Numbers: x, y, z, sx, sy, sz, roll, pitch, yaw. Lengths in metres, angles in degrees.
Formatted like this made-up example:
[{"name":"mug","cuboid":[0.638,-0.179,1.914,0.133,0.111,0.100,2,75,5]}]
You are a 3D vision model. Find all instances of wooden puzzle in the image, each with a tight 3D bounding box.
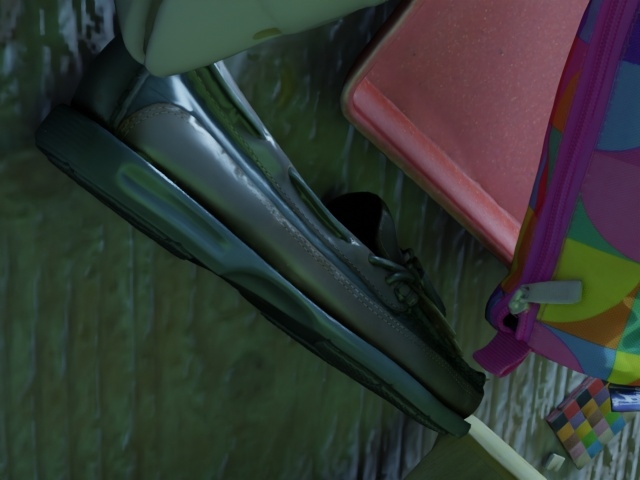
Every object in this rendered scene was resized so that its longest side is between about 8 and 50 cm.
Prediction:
[{"name":"wooden puzzle","cuboid":[0.158,0.101,0.839,0.083,0.006,0.049,-42,129,-9]}]

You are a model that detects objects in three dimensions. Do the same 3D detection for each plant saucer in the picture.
[{"name":"plant saucer","cuboid":[0.150,-0.103,0.708,0.258,0.048,0.259,-52,129,-1]}]

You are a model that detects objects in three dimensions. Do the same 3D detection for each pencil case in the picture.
[{"name":"pencil case","cuboid":[0.147,-0.045,0.643,0.104,0.104,0.236,6,108,-35]}]

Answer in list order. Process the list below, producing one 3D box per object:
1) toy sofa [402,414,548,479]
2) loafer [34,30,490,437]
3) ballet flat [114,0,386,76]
[{"name":"toy sofa","cuboid":[-0.029,0.220,0.630,0.362,0.150,0.177,-10,128,-41]},{"name":"loafer","cuboid":[0.000,0.000,0.633,0.267,0.096,0.084,38,83,-37]},{"name":"ballet flat","cuboid":[-0.095,-0.148,0.472,0.483,0.164,0.182,9,123,-29]}]
